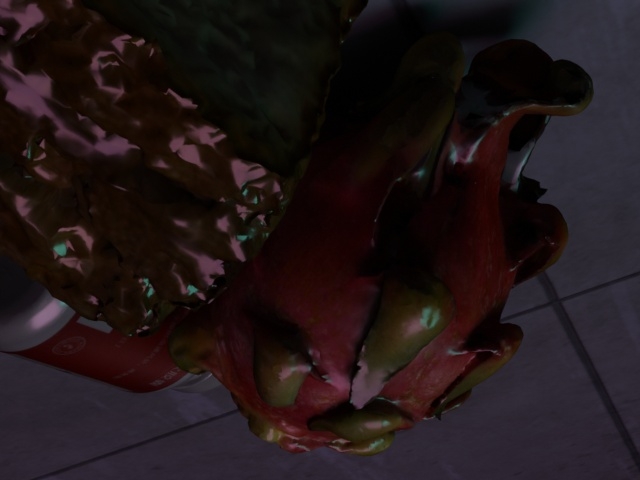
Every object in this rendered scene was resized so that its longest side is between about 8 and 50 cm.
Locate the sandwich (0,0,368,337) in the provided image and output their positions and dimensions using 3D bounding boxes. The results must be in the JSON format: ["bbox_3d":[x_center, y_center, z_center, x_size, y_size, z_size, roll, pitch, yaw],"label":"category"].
[{"bbox_3d":[-0.099,-0.157,0.720,0.262,0.325,0.131,39,130,-18],"label":"sandwich"}]

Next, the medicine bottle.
[{"bbox_3d":[-0.155,0.037,1.284,0.131,0.131,0.250,-25,154,21],"label":"medicine bottle"}]

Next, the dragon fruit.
[{"bbox_3d":[0.043,0.000,1.213,0.227,0.307,0.243,34,162,-10],"label":"dragon fruit"}]
